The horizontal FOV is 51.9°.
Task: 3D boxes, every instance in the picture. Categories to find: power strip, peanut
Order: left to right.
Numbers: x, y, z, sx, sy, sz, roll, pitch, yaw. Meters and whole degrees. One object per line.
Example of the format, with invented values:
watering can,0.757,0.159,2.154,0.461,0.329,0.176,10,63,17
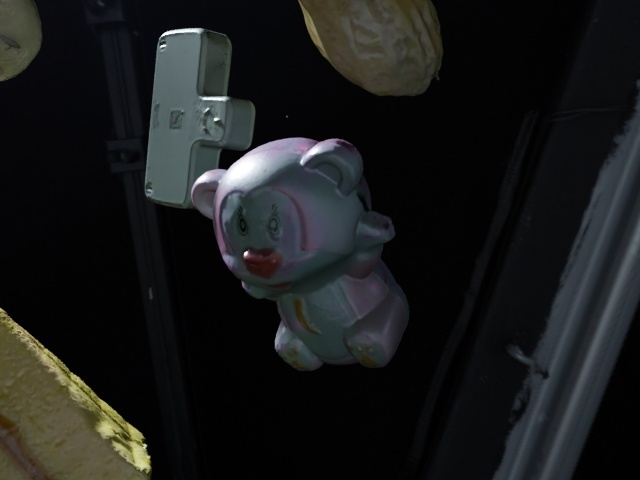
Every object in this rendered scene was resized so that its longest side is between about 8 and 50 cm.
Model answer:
power strip,-0.176,-0.175,0.970,0.059,0.193,0.265,1,-82,-48
peanut,0.027,-0.293,0.754,0.149,0.149,0.313,-42,-54,5

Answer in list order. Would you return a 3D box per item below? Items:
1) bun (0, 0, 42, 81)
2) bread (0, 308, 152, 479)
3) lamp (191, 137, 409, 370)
bun,-0.494,-0.292,0.830,0.272,0.273,0.168,-1,-98,-3
bread,-0.325,0.209,0.689,0.264,0.163,0.168,46,-105,-12
lamp,0.000,0.000,0.858,0.247,0.247,0.301,-8,-57,37
